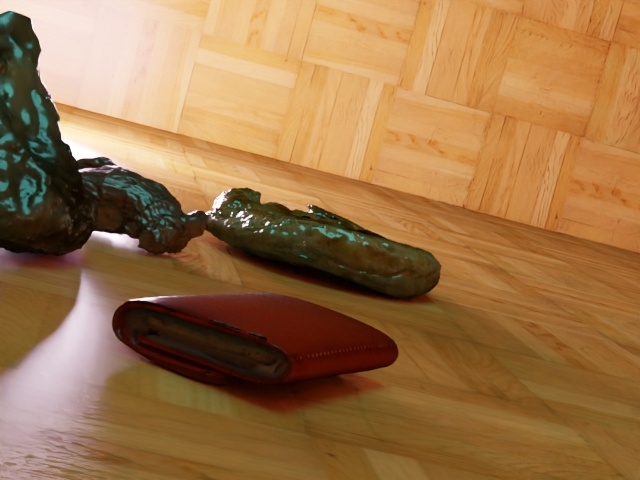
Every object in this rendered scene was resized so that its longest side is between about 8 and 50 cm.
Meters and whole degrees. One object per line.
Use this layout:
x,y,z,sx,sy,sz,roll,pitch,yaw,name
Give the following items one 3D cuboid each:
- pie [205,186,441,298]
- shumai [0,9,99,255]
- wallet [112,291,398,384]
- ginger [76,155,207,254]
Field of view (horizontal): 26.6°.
0.004,0.002,1.623,0.302,0.067,0.302,16,5,-1,pie
-0.305,-0.104,1.236,0.222,0.203,0.272,7,14,-45,shumai
-0.042,0.073,1.005,0.142,0.045,0.204,16,6,24,wallet
-0.256,-0.050,1.481,0.290,0.084,0.122,23,32,30,ginger
